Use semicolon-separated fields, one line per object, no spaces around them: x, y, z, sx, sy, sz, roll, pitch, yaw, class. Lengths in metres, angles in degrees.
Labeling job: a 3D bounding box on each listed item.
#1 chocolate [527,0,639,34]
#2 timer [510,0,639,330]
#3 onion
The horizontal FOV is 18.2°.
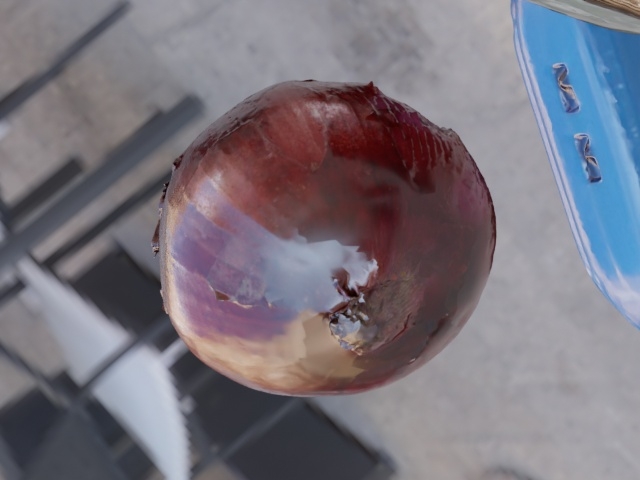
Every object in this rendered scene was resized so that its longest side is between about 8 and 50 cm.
0.119;-0.206;0.717;0.186;0.284;0.283;14;170;-19;chocolate
0.272;-0.104;1.237;0.115;0.340;0.309;-9;102;56;timer
0.000;0.000;0.750;0.131;0.131;0.131;42;160;19;onion
